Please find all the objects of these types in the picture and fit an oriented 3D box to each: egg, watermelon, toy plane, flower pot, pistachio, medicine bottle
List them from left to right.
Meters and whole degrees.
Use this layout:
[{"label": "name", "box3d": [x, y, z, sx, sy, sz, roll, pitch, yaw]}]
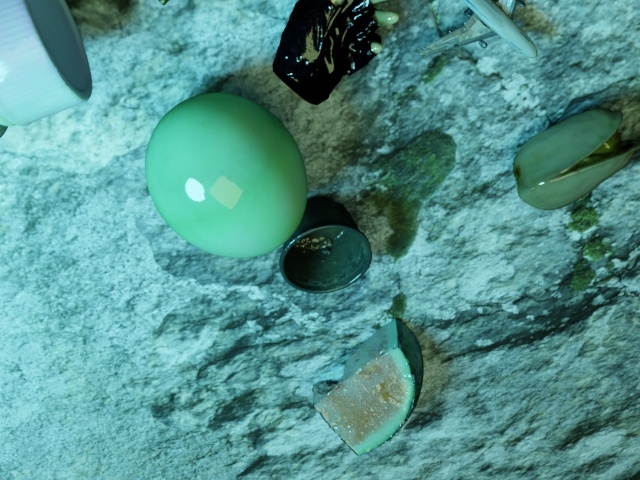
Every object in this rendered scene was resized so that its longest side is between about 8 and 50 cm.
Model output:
[{"label": "medicine bottle", "box3d": [-0.498, -0.201, 0.930, 0.389, 0.219, 0.219, -19, 132, 3]}, {"label": "egg", "box3d": [-0.132, -0.088, 1.114, 0.221, 0.220, 0.269, -23, 137, 6]}, {"label": "flower pot", "box3d": [0.000, 0.000, 1.302, 0.158, 0.106, 0.157, -8, 135, -8]}, {"label": "watermelon", "box3d": [0.102, 0.312, 1.586, 0.226, 0.148, 0.318, 7, 127, -10]}, {"label": "toy plane", "box3d": [0.238, -0.331, 1.100, 0.226, 0.058, 0.226, 28, 116, -36]}, {"label": "pistachio", "box3d": [0.415, -0.133, 1.265, 0.206, 0.131, 0.129, -32, 103, 17]}]

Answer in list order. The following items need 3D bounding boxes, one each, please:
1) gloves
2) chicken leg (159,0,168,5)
[{"label": "gloves", "box3d": [0.026, -0.293, 1.049, 0.203, 0.124, 0.164, -54, 156, 1]}, {"label": "chicken leg", "box3d": [-0.137, -0.350, 0.993, 0.178, 0.070, 0.093, -22, 138, 16]}]
